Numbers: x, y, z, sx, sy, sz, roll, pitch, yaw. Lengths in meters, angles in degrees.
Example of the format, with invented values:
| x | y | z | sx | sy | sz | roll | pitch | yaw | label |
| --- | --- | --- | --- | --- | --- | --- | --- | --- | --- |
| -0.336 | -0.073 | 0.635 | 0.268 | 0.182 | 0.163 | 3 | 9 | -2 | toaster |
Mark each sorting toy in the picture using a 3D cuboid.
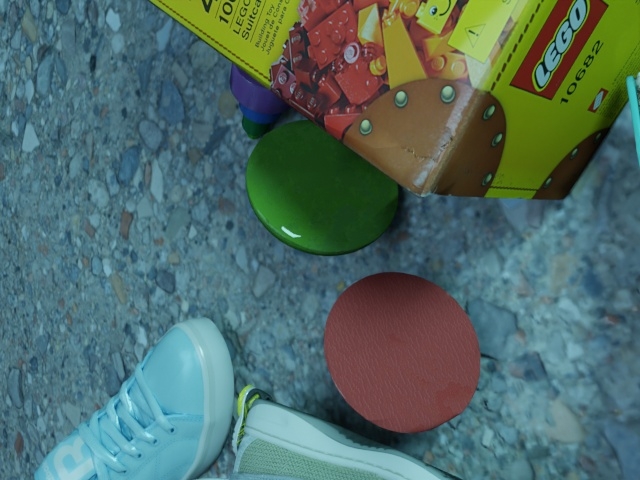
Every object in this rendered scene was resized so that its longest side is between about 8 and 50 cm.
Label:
| x | y | z | sx | sy | sz | roll | pitch | yaw | label |
| --- | --- | --- | --- | --- | --- | --- | --- | --- | --- |
| 0.000 | 0.000 | 0.559 | 0.366 | 0.127 | 0.126 | 65 | 157 | 21 | sorting toy |

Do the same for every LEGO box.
| x | y | z | sx | sy | sz | roll | pitch | yaw | label |
| --- | --- | --- | --- | --- | --- | --- | --- | --- | --- |
| 0.095 | -0.328 | 0.381 | 0.372 | 0.193 | 0.500 | 41 | 117 | 32 | LEGO box |

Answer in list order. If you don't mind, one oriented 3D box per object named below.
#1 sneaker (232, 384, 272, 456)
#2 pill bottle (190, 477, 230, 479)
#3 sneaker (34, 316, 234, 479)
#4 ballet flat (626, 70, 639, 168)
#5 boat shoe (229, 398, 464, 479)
| x | y | z | sx | sy | sz | roll | pitch | yaw | label |
| --- | --- | --- | --- | --- | --- | --- | --- | --- | --- |
| -0.067 | 0.190 | 0.646 | 0.035 | 0.031 | 0.083 | 3 | 94 | 40 | sneaker |
| -0.132 | 0.420 | 0.595 | 0.210 | 0.210 | 0.363 | 33 | 112 | 35 | pill bottle |
| -0.220 | 0.237 | 0.702 | 0.135 | 0.150 | 0.366 | 45 | 119 | 29 | sneaker |
| 0.220 | 0.015 | 0.354 | 0.077 | 0.091 | 0.241 | -6 | 80 | 29 | ballet flat |
| 0.044 | 0.208 | 0.478 | 0.320 | 0.118 | 0.103 | 9 | 70 | 44 | boat shoe |
